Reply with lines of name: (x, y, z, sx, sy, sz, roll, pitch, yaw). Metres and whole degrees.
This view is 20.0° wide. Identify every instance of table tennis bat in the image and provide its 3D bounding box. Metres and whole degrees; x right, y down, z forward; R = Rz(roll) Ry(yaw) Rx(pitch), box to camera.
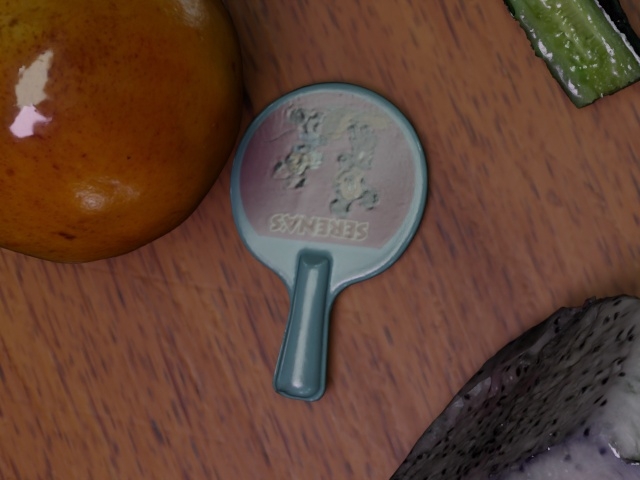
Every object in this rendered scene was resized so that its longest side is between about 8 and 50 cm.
table tennis bat: (0.000, 0.000, 1.381, 0.153, 0.040, 0.244, 8, 87, 12)

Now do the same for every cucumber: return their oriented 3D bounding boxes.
cucumber: (0.171, -0.201, 1.333, 0.078, 0.062, 0.211, -35, 88, 44)

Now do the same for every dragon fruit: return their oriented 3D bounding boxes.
dragon fruit: (0.198, 0.182, 1.246, 0.221, 0.204, 0.283, 47, 135, -4)

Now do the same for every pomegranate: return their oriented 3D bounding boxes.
pomegranate: (-0.178, -0.113, 1.316, 0.264, 0.264, 0.264, 0, 90, 12)
